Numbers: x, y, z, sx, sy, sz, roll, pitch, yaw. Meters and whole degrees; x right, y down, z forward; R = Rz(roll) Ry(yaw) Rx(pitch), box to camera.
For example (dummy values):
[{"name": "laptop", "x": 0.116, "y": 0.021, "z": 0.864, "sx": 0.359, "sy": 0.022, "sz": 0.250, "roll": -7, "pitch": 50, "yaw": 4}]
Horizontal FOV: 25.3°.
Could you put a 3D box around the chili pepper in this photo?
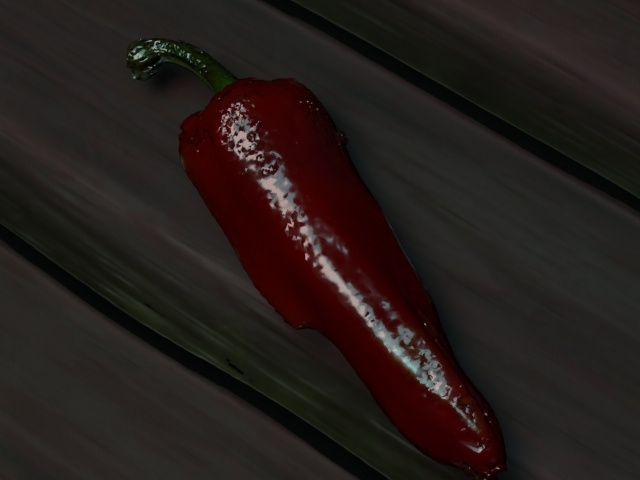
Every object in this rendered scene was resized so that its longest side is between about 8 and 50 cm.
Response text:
[{"name": "chili pepper", "x": 0.000, "y": 0.000, "z": 0.943, "sx": 0.110, "sy": 0.110, "sz": 0.387, "roll": -34, "pitch": 77, "yaw": 0}]
